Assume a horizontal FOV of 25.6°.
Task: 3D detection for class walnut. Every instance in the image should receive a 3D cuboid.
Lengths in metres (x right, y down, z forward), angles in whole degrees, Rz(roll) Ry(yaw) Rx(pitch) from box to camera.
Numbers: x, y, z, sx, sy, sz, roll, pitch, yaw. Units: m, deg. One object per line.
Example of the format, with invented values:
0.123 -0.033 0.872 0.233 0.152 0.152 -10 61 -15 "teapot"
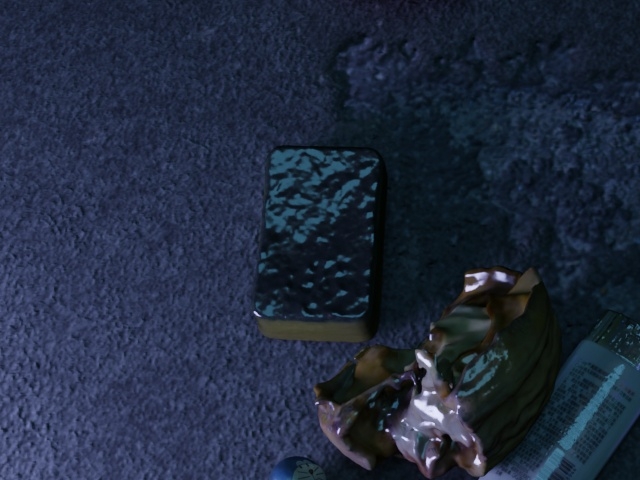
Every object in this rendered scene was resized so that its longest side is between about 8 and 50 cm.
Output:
0.130 0.128 1.280 0.141 0.238 0.204 54 48 -16 "walnut"

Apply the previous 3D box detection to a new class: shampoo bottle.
0.234 0.174 1.303 0.086 0.056 0.227 34 75 18 "shampoo bottle"

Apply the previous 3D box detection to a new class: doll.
-0.018 0.240 1.303 0.050 0.076 0.083 -29 71 32 "doll"

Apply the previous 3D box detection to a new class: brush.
0.000 0.000 1.400 0.123 0.059 0.197 1 68 9 "brush"
